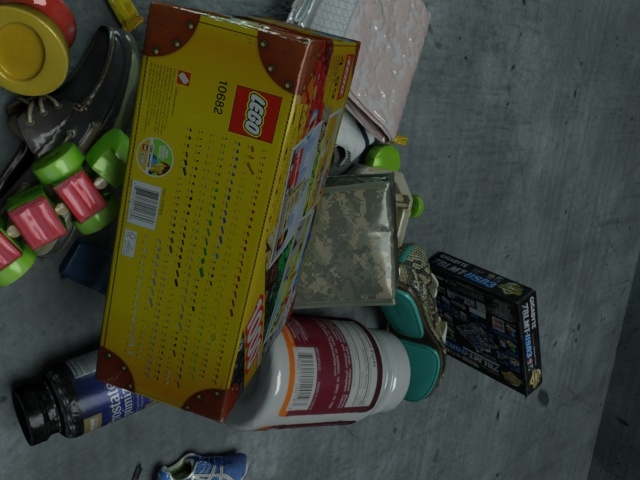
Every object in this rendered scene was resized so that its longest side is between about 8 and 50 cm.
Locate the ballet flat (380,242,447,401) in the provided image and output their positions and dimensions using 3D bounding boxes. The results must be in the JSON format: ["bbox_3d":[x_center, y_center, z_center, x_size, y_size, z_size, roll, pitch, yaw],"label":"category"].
[{"bbox_3d":[0.231,0.192,1.494,0.182,0.164,0.482,-55,147,-34],"label":"ballet flat"}]

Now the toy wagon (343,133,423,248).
[{"bbox_3d":[0.113,-0.066,1.381,0.267,0.068,0.344,3,103,-42],"label":"toy wagon"}]

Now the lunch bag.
[{"bbox_3d":[0.000,0.000,1.195,0.169,0.287,0.235,-56,142,-74],"label":"lunch bag"}]

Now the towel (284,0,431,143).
[{"bbox_3d":[0.089,-0.402,1.180,0.317,0.053,0.331,39,60,-40],"label":"towel"}]

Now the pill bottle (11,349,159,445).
[{"bbox_3d":[-0.375,0.246,1.036,0.219,0.123,0.122,-18,116,-35],"label":"pill bottle"}]

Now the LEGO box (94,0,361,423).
[{"bbox_3d":[-0.119,-0.062,0.921,0.372,0.193,0.499,-54,160,-69],"label":"LEGO box"}]

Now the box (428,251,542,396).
[{"bbox_3d":[0.400,0.203,1.568,0.073,0.296,0.293,-32,123,-26],"label":"box"}]

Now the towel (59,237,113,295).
[{"bbox_3d":[-0.363,0.048,1.039,0.119,0.029,0.067,36,81,-43],"label":"towel"}]

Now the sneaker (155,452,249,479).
[{"bbox_3d":[-0.232,0.467,1.267,0.211,0.080,0.081,-9,114,-40],"label":"sneaker"}]

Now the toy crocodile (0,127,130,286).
[{"bbox_3d":[-0.374,-0.026,0.817,0.341,0.105,0.115,-34,120,-10],"label":"toy crocodile"}]

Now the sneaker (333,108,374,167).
[{"bbox_3d":[0.022,-0.247,1.229,0.095,0.090,0.235,-42,127,-9],"label":"sneaker"}]

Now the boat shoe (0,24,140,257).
[{"bbox_3d":[-0.370,-0.149,0.893,0.130,0.132,0.355,23,89,-41],"label":"boat shoe"}]

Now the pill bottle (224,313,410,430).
[{"bbox_3d":[-0.011,0.263,1.286,0.392,0.224,0.223,12,97,-43],"label":"pill bottle"}]

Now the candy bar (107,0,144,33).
[{"bbox_3d":[-0.315,-0.383,0.931,0.040,0.018,0.161,-46,129,-23],"label":"candy bar"}]

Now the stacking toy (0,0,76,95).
[{"bbox_3d":[-0.402,-0.366,0.761,0.280,0.130,0.309,23,128,-18],"label":"stacking toy"}]
